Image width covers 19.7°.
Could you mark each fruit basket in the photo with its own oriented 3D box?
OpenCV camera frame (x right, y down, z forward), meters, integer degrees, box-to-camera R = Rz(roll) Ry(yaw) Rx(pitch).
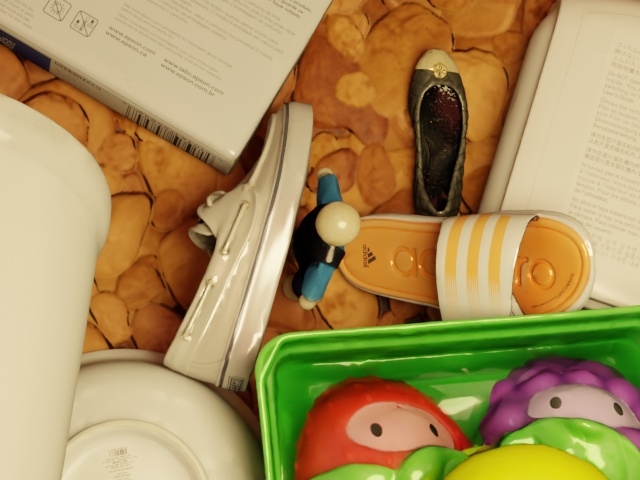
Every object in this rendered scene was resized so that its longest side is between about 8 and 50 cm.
[{"bbox_3d":[0.139,0.201,1.475,0.392,0.392,0.283,-4,86,-9],"label":"fruit basket"}]

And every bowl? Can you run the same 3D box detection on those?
[{"bbox_3d":[-0.165,0.229,1.548,0.298,0.134,0.298,2,78,-8],"label":"bowl"}]

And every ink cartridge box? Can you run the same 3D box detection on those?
[{"bbox_3d":[-0.141,-0.278,1.696,0.324,0.071,0.330,31,73,-2],"label":"ink cartridge box"}]

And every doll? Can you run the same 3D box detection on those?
[{"bbox_3d":[0.000,0.000,1.592,0.046,0.189,0.129,10,77,-6],"label":"doll"}]

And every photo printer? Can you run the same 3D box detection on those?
[{"bbox_3d":[0.288,-0.069,1.692,0.256,0.107,0.307,18,75,-4],"label":"photo printer"}]

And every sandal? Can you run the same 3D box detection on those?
[{"bbox_3d":[0.109,0.028,1.588,0.076,0.265,0.102,-18,106,-52],"label":"sandal"}]

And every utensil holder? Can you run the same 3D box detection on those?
[{"bbox_3d":[-0.347,0.113,1.399,0.327,0.327,0.385,9,61,-6],"label":"utensil holder"}]

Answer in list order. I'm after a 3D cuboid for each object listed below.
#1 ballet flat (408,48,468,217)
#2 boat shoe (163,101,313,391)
[{"bbox_3d":[0.113,-0.096,1.702,0.057,0.049,0.173,1,78,-9],"label":"ballet flat"},{"bbox_3d":[-0.071,-0.003,1.608,0.088,0.096,0.267,15,78,-2],"label":"boat shoe"}]
